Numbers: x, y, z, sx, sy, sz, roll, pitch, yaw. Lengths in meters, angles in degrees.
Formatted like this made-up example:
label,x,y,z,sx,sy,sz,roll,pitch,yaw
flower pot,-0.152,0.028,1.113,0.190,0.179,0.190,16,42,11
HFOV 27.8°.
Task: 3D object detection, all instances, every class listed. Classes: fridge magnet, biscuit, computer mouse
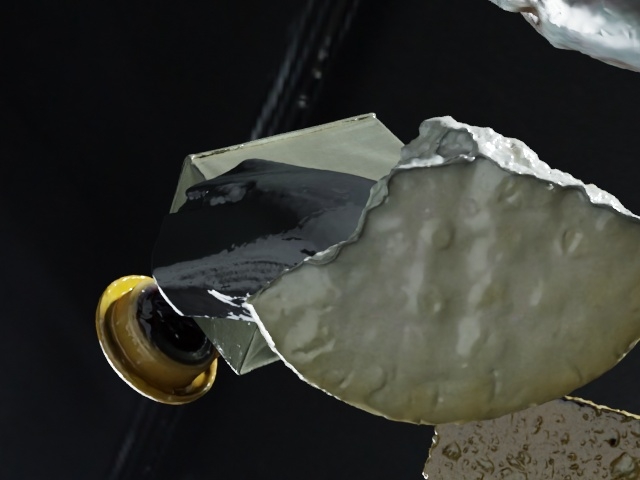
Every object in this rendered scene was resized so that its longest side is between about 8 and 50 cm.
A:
label,x,y,z,sx,sy,sz,roll,pitch,yaw
fridge magnet,-0.156,0.094,1.272,0.063,0.143,0.143,-38,-116,31
biscuit,0.199,0.196,1.111,0.237,0.026,0.131,14,-87,35
biscuit,0.088,0.020,0.767,0.040,0.266,0.188,-105,-176,-74
computer mouse,0.000,0.000,0.888,0.264,0.147,0.088,11,-42,25

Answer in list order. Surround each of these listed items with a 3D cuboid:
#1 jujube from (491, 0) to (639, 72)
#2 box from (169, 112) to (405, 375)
label,x,y,z,sx,sy,sz,roll,pitch,yaw
jujube,0.159,-0.211,0.580,0.246,0.216,0.308,99,-6,-54
box,-0.013,-0.001,1.212,0.149,0.231,0.155,48,-46,29
